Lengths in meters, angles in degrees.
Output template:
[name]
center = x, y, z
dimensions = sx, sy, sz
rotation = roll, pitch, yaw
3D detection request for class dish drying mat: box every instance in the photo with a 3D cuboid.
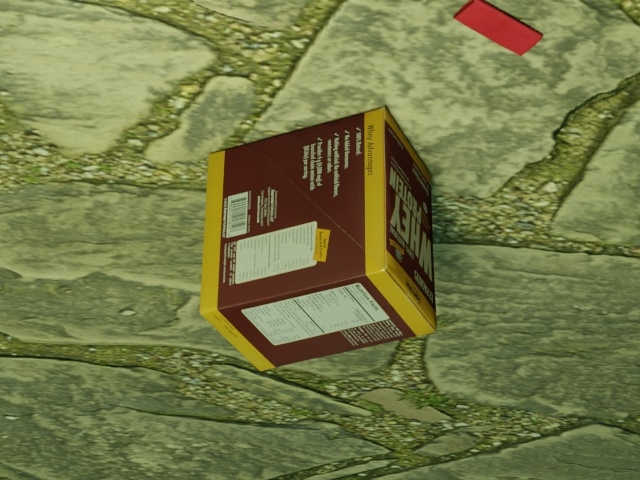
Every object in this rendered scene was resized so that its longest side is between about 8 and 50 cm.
[dish drying mat]
center = 0.160, -0.193, 1.385
dimensions = 0.083, 0.008, 0.032
rotation = 24, 139, -30

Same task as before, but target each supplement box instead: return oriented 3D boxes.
[supplement box]
center = 0.000, 0.000, 1.513
dimensions = 0.194, 0.191, 0.129
rotation = -13, 145, 21
